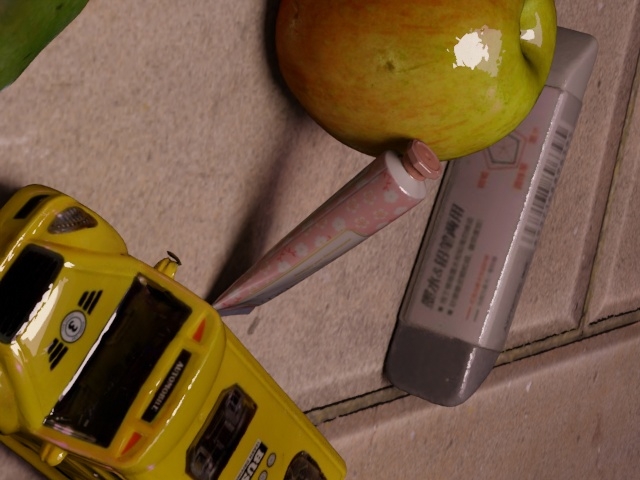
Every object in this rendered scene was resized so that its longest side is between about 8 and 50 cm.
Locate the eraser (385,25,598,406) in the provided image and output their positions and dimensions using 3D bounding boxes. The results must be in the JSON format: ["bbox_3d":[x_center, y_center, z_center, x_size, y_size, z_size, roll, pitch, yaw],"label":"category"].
[{"bbox_3d":[0.151,-0.027,1.423,0.061,0.089,0.352,17,92,-61],"label":"eraser"}]

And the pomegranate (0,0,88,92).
[{"bbox_3d":[-0.191,-0.141,0.775,0.187,0.187,0.225,-63,171,-14],"label":"pomegranate"}]

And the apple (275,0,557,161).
[{"bbox_3d":[0.074,-0.148,1.161,0.196,0.196,0.196,-32,131,-46],"label":"apple"}]

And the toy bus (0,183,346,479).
[{"bbox_3d":[-0.107,0.106,1.030,0.145,0.151,0.331,-59,147,-16],"label":"toy bus"}]

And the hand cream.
[{"bbox_3d":[0.000,0.000,1.151,0.209,0.043,0.067,-38,163,28],"label":"hand cream"}]
